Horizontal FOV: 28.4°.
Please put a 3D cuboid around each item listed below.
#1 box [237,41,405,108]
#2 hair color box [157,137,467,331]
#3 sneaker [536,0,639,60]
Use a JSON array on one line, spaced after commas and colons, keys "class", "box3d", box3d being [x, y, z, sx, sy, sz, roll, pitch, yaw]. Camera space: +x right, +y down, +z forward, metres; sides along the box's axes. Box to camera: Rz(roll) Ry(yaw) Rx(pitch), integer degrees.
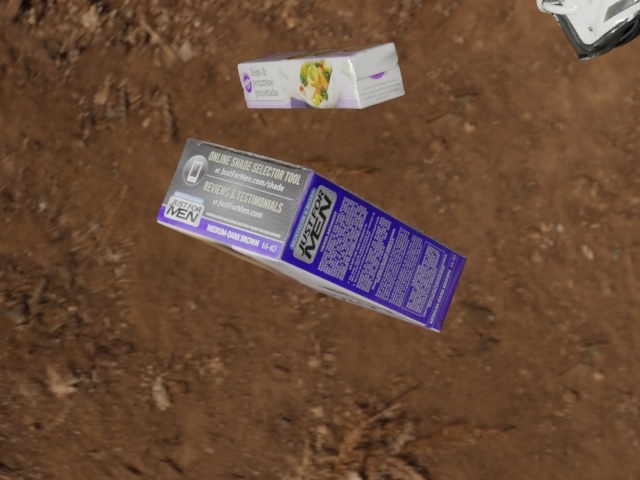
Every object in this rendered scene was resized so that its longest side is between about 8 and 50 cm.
[{"class": "box", "box3d": [-0.007, -0.199, 1.549, 0.067, 0.324, 0.063, -19, 103, -23]}, {"class": "hair color box", "box3d": [0.000, 0.000, 1.432, 0.339, 0.185, 0.110, 28, 81, -51]}, {"class": "sneaker", "box3d": [0.213, -0.319, 1.374, 0.169, 0.447, 0.257, -20, 107, -57]}]
